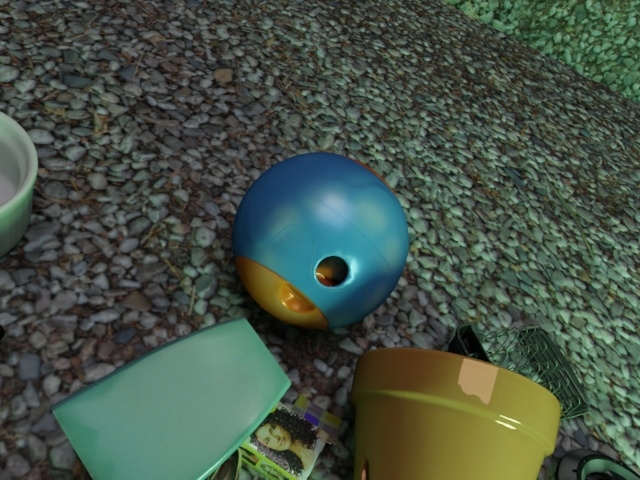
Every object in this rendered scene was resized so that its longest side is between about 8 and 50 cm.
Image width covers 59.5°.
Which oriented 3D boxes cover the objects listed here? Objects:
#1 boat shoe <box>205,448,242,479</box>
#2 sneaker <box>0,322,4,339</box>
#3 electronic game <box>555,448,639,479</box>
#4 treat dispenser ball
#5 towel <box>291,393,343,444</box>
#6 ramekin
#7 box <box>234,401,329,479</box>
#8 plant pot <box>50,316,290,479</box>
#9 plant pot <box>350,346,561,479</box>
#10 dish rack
[{"bbox_3d":[-0.137,0.345,0.729,0.056,0.048,0.153,24,46,-3],"label":"boat shoe"},{"bbox_3d":[-0.460,0.204,0.700,0.121,0.079,0.217,45,40,-6],"label":"sneaker"},{"bbox_3d":[0.485,0.443,0.905,0.229,0.048,0.229,18,33,-12],"label":"electronic game"},{"bbox_3d":[0.000,0.000,0.917,0.288,0.288,0.288,12,48,-14],"label":"treat dispenser ball"},{"bbox_3d":[-0.005,0.275,0.861,0.083,0.009,0.060,31,25,5],"label":"towel"},{"bbox_3d":[-0.574,-0.077,0.837,0.277,0.135,0.277,12,48,-14],"label":"ramekin"},{"bbox_3d":[-0.109,0.259,0.809,0.232,0.058,0.087,31,47,4],"label":"box"},{"bbox_3d":[-0.165,0.210,0.695,0.234,0.165,0.166,-34,78,-22],"label":"plant pot"},{"bbox_3d":[0.166,0.298,0.768,0.290,0.291,0.204,21,63,-6],"label":"plant pot"},{"bbox_3d":[0.377,0.244,1.026,0.271,0.074,0.208,-4,55,-27],"label":"dish rack"}]
